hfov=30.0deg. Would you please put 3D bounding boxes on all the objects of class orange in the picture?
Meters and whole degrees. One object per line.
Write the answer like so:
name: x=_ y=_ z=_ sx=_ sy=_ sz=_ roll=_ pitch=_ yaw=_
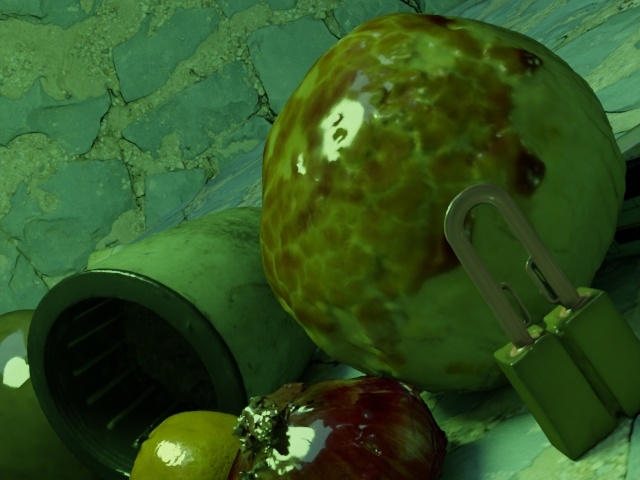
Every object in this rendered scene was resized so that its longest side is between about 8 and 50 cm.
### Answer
orange: x=-0.123 y=0.242 z=1.200 sx=0.159 sy=0.136 sz=0.159 roll=-51 pitch=-1 yaw=-1

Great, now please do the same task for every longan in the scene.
longan: x=-0.405 y=0.241 z=1.652 sx=0.300 sy=0.300 sz=0.243 roll=-34 pitch=-14 yaw=-1

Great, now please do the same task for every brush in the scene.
brush: x=0.173 y=0.054 z=0.953 sx=0.103 sy=0.233 sz=0.047 roll=-38 pitch=14 yaw=-8

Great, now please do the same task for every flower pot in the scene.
flower pot: x=-0.147 y=0.115 z=1.474 sx=0.294 sy=0.293 sz=0.330 roll=-26 pitch=7 yaw=32

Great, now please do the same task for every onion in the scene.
onion: x=-0.008 y=0.195 z=1.054 sx=0.230 sy=0.163 sz=0.230 roll=-45 pitch=13 yaw=13

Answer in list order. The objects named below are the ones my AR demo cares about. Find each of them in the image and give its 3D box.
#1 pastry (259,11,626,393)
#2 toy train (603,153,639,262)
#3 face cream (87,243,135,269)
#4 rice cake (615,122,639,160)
pastry: x=0.099 y=-0.045 z=1.173 sx=0.388 sy=0.313 sz=0.388 roll=-43 pitch=30 yaw=33
toy train: x=0.320 y=-0.031 z=1.231 sx=0.407 sy=0.088 sz=0.086 roll=-19 pitch=30 yaw=51
face cream: x=-0.254 y=0.026 z=1.866 sx=0.224 sy=0.070 sz=0.114 roll=-15 pitch=24 yaw=22
rice cake: x=0.409 y=-0.122 z=1.423 sx=0.365 sy=0.056 sz=0.072 roll=-32 pitch=13 yaw=8
